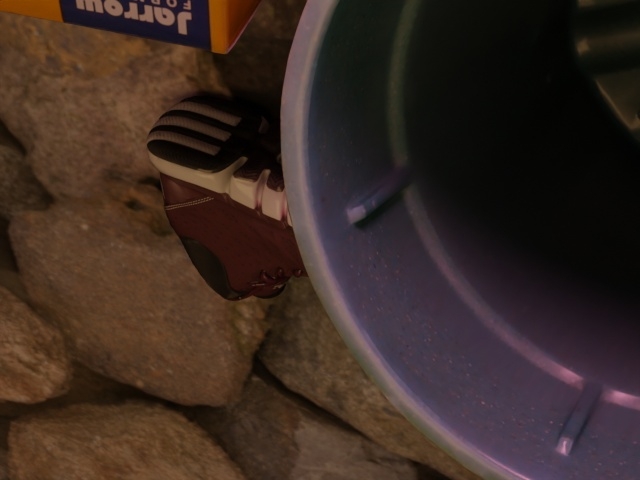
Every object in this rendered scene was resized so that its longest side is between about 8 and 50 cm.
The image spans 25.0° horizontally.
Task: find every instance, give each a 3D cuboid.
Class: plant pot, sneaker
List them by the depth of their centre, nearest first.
[{"bbox_3d":[0.202,-0.079,0.736,0.341,0.334,0.341,10,116,21],"label":"plant pot"},{"bbox_3d":[0.000,0.000,1.110,0.281,0.106,0.162,24,141,17],"label":"sneaker"}]

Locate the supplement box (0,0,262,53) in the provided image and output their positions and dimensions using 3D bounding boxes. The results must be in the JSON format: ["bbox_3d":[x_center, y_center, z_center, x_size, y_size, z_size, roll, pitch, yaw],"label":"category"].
[{"bbox_3d":[-0.113,-0.314,0.798,0.194,0.195,0.356,12,134,14],"label":"supplement box"}]
